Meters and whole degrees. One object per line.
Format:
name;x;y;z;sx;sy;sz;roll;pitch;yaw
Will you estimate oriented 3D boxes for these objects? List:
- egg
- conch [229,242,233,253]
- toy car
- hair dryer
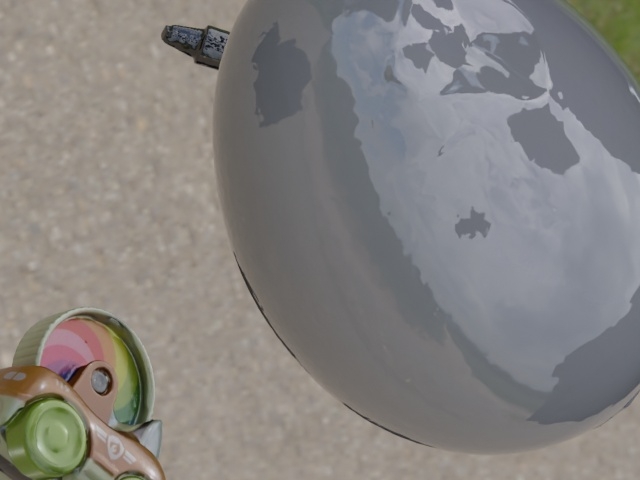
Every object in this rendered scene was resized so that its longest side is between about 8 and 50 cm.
egg;0.050;-0.020;0.685;0.232;0.176;0.176;61;38;-34
conch;-0.010;0.007;1.352;0.104;0.094;0.176;55;4;19
toy car;-0.232;0.174;1.684;0.235;0.145;0.235;17;66;-44
hair dryer;-0.009;-0.123;1.395;0.248;0.070;0.114;17;46;-13
